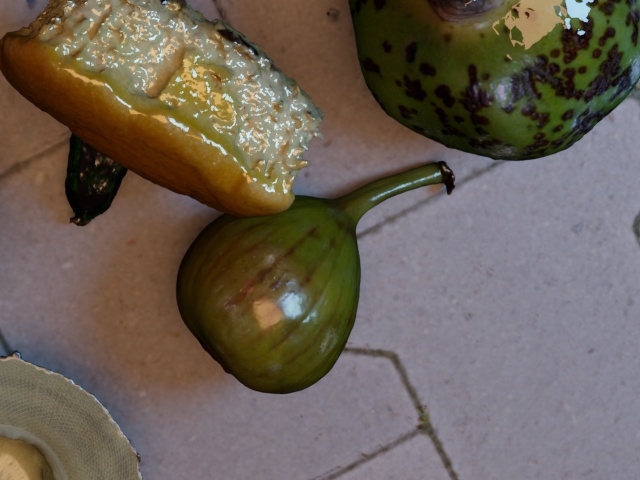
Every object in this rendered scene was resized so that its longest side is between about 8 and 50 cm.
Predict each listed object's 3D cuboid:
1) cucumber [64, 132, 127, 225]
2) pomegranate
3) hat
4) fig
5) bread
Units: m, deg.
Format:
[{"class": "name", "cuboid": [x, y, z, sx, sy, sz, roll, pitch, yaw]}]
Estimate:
[{"class": "cucumber", "cuboid": [-0.156, -0.148, 1.411, 0.067, 0.067, 0.294, 15, 99, -10]}, {"class": "pomegranate", "cuboid": [0.136, -0.188, 1.345, 0.254, 0.270, 0.254, -2, 85, 18]}, {"class": "hat", "cuboid": [-0.271, 0.209, 1.439, 0.252, 0.110, 0.252, 0, 92, -14]}, {"class": "fig", "cuboid": [0.000, 0.000, 1.425, 0.151, 0.151, 0.259, 46, 78, -13]}, {"class": "bread", "cuboid": [-0.118, -0.107, 1.312, 0.245, 0.174, 0.121, 28, 78, -20]}]
